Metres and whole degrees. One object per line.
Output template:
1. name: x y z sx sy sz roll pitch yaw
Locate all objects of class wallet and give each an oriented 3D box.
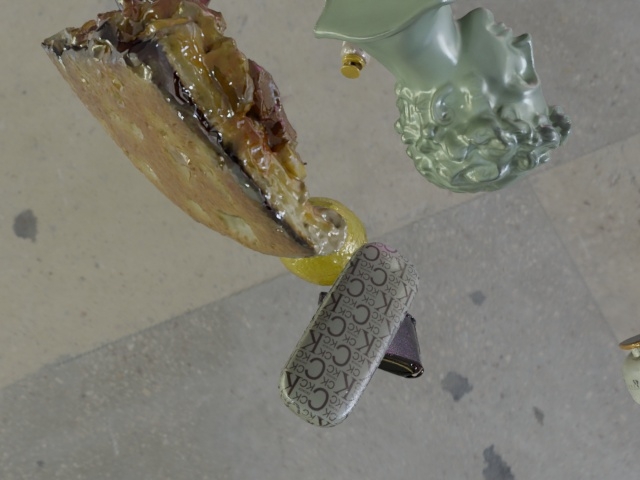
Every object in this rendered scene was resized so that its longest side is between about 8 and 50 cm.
1. wallet: 0.112 0.222 1.896 0.262 0.071 0.221 19 26 -7

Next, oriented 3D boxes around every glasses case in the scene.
1. glasses case: 0.053 0.153 1.365 0.137 0.085 0.355 34 59 -1

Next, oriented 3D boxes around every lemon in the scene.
1. lemon: 0.000 0.000 1.776 0.231 0.192 0.192 34 74 -13

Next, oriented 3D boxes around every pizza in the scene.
1. pizza: -0.137 -0.126 0.795 0.409 0.278 0.114 33 61 23

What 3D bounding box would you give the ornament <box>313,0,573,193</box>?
1. ornament: 0.079 -0.154 0.613 0.130 0.285 0.120 -17 32 41

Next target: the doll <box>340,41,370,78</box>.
1. doll: 0.088 -0.432 1.792 0.073 0.084 0.127 25 67 -20

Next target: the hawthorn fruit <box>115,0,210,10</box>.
1. hawthorn fruit: -0.253 -0.431 1.323 0.169 0.169 0.188 35 37 21

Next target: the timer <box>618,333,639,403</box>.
1. timer: 0.795 0.296 1.755 0.233 0.233 0.240 -27 84 -3
